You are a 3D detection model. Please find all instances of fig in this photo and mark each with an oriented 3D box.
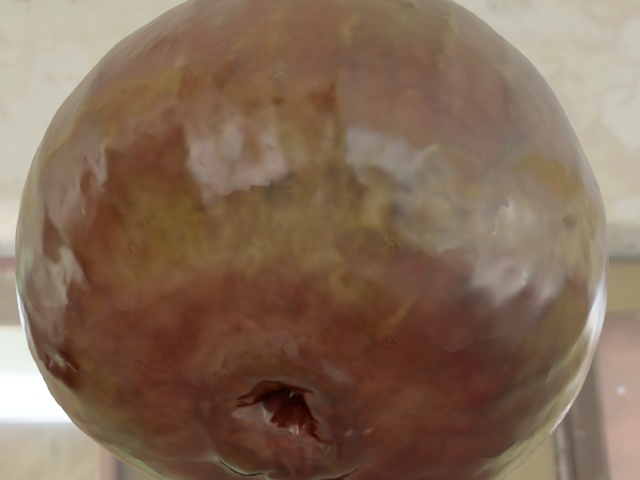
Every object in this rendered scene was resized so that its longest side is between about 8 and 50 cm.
[{"bbox_3d":[0.000,-0.001,0.588,0.205,0.205,0.205,-3,-17,-1],"label":"fig"}]
